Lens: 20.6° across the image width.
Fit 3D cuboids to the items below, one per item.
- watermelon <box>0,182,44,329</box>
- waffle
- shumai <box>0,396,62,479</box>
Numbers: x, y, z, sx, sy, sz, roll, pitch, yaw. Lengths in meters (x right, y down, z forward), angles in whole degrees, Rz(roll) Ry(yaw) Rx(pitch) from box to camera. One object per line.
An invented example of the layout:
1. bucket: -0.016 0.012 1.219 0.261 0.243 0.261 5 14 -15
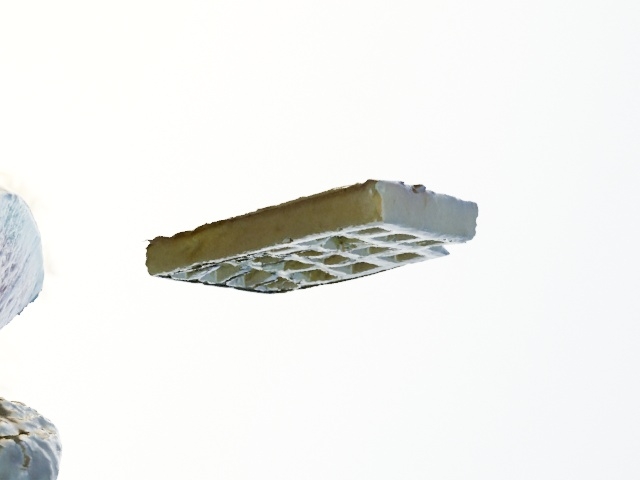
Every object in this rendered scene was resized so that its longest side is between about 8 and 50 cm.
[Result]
1. watermelon: -0.323 0.040 1.308 0.261 0.213 0.201 70 32 -75
2. waffle: 0.000 0.000 0.750 0.135 0.092 0.021 -13 -106 38
3. shumai: -0.260 0.141 1.074 0.161 0.153 0.209 -41 -169 30
